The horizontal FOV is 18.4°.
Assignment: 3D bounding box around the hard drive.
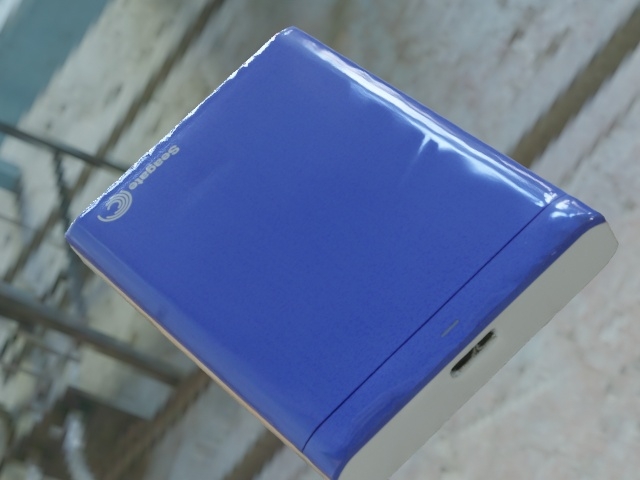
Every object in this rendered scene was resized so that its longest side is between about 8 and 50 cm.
[{"bbox_3d":[0.000,0.000,1.197,0.210,0.040,0.319,-43,42,-9],"label":"hard drive"}]
